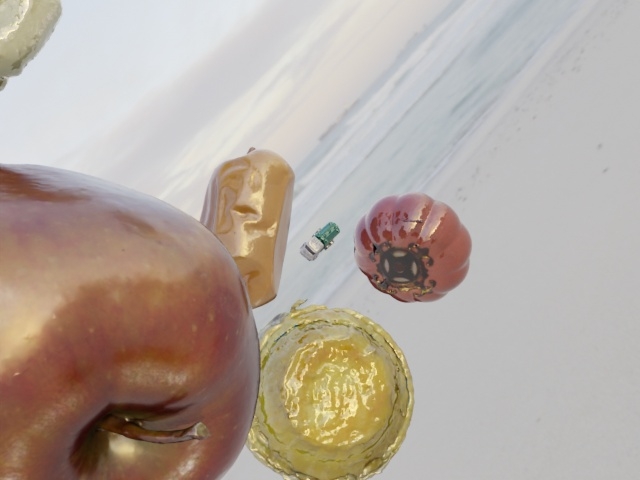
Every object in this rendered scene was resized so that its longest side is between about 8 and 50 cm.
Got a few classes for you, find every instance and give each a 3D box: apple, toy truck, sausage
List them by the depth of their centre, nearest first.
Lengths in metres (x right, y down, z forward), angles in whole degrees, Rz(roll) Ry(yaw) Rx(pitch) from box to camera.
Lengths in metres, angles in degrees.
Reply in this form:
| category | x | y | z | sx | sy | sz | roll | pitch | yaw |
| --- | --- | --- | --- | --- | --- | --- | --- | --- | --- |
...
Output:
| category | x | y | z | sx | sy | sz | roll | pitch | yaw |
| --- | --- | --- | --- | --- | --- | --- | --- | --- | --- |
| apple | -0.206 | 0.084 | 0.510 | 0.288 | 0.317 | 0.288 | -30 | -44 | -33 |
| sausage | -0.109 | -0.018 | 0.953 | 0.120 | 0.136 | 0.241 | 58 | -137 | -75 |
| toy truck | 0.000 | 0.000 | 1.247 | 0.083 | 0.039 | 0.044 | -43 | -5 | -39 |

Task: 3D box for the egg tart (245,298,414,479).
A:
| category | x | y | z | sx | sy | sz | roll | pitch | yaw |
| --- | --- | --- | --- | --- | --- | --- | --- | --- | --- |
| egg tart | 0.016 | 0.301 | 1.328 | 0.388 | 0.388 | 0.169 | -49 | -4 | -22 |

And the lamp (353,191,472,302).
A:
| category | x | y | z | sx | sy | sz | roll | pitch | yaw |
| --- | --- | --- | --- | --- | --- | --- | --- | --- | --- |
| lamp | 0.139 | 0.007 | 1.004 | 0.182 | 0.182 | 0.140 | -42 | 9 | 41 |

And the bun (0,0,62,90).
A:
| category | x | y | z | sx | sy | sz | roll | pitch | yaw |
| --- | --- | --- | --- | --- | --- | --- | --- | --- | --- |
| bun | -0.396 | -0.246 | 0.738 | 0.231 | 0.231 | 0.133 | -48 | -9 | -12 |
